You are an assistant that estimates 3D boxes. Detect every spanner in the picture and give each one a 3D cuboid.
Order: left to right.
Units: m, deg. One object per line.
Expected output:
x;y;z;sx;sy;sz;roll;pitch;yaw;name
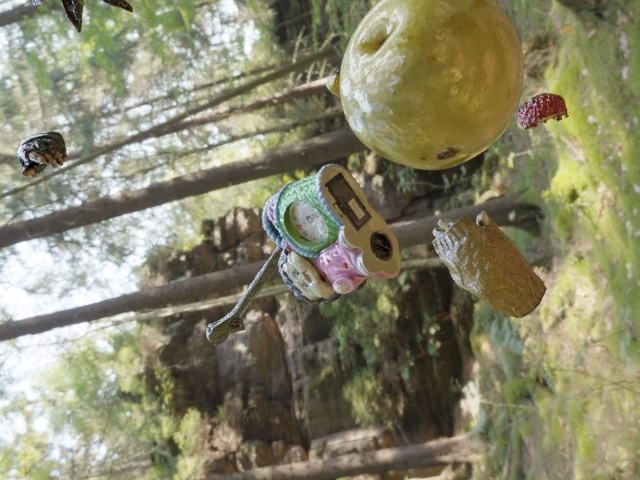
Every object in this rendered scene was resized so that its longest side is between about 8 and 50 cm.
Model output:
-0.166;0.129;1.291;0.093;0.325;0.026;11;-144;-39;spanner

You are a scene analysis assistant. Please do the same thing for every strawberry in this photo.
0.650;-0.381;1.671;0.145;0.145;0.086;44;-154;-76;strawberry

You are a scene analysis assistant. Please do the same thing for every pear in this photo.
0.202;-0.296;1.048;0.348;0.348;0.348;-14;-90;-83;pear

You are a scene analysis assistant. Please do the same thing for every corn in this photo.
0.104;-0.394;1.515;0.203;0.072;0.072;13;-127;-35;corn

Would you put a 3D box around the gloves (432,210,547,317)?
0.460;0.059;1.557;0.356;0.203;0.155;40;180;0;gloves

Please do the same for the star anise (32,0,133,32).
-0.439;-0.486;0.966;0.102;0.272;0.272;-78;-27;-60;star anise

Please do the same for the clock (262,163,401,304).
0.000;0.000;0.848;0.194;0.195;0.100;55;-133;-5;clock

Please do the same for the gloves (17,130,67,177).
-0.816;-0.253;1.672;0.124;0.164;0.203;43;167;-23;gloves
